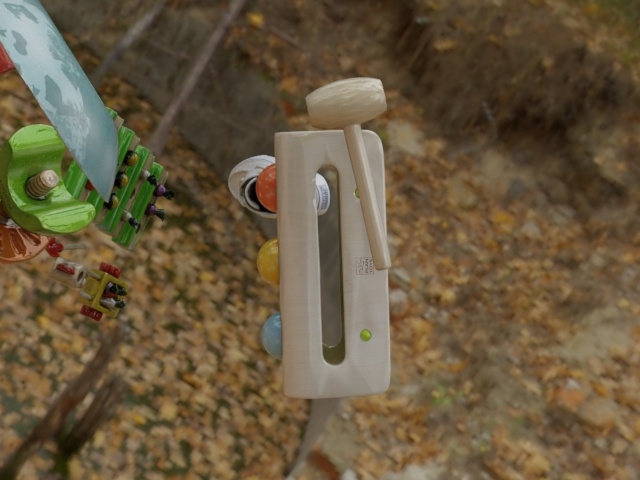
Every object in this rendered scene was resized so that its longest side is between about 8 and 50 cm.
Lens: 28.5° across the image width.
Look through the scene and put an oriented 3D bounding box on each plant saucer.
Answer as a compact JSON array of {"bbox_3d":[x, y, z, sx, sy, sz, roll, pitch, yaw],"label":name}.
[{"bbox_3d":[-0.191,-0.119,0.913,0.195,0.037,0.195,58,-5,9],"label":"plant saucer"}]

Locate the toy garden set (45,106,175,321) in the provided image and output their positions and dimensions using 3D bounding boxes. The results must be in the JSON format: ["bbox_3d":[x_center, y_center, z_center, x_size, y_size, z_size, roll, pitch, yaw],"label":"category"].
[{"bbox_3d":[-0.236,-0.016,1.424,0.049,0.204,0.244,21,-9,12],"label":"toy garden set"}]

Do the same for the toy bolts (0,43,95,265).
[{"bbox_3d":[-0.344,-0.080,1.107,0.218,0.158,0.228,-12,80,-51],"label":"toy bolts"}]

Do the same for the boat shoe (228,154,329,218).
[{"bbox_3d":[-0.090,-0.085,2.026,0.084,0.095,0.258,-11,10,-34],"label":"boat shoe"}]

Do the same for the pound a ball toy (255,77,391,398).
[{"bbox_3d":[0.000,0.000,1.287,0.135,0.319,0.208,-3,5,0],"label":"pound a ball toy"}]
